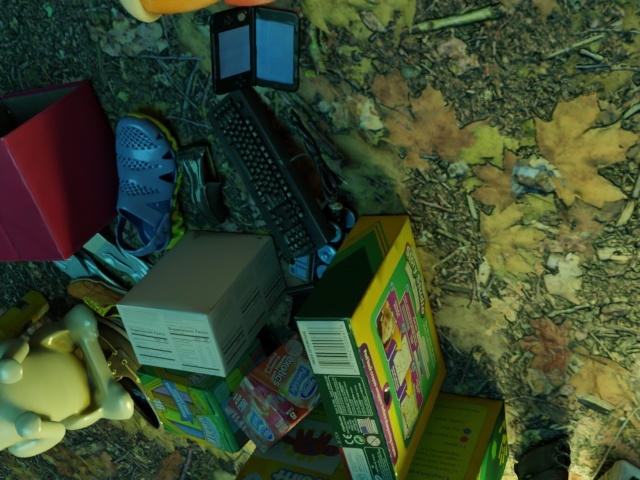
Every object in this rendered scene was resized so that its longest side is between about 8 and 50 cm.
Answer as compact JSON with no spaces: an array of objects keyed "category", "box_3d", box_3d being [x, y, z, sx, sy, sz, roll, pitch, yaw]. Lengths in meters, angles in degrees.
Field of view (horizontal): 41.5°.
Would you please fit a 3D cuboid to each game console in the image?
[{"category":"game console","box_3d":[-0.108,-0.305,1.389,0.085,0.124,0.144,36,138,38]}]

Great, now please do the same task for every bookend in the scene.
[{"category":"bookend","box_3d":[-0.005,0.186,1.596,0.072,0.157,0.156,-14,145,34]}]

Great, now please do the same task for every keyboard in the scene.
[{"category":"keyboard","box_3d":[-0.069,-0.129,1.473,0.202,0.033,0.317,-31,90,40]}]

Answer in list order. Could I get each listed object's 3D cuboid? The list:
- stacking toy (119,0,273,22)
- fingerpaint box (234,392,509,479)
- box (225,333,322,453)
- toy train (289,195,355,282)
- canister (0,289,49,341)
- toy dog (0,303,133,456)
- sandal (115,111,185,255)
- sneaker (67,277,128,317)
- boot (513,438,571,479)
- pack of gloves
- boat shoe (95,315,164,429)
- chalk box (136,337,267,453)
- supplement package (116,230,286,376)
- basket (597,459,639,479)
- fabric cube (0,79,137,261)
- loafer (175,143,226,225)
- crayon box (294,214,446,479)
[{"category":"stacking toy","box_3d":[-0.030,-0.451,1.151,0.480,0.350,0.350,8,128,1]},{"category":"fingerpaint box","box_3d":[0.100,0.459,1.629,0.445,0.371,0.163,3,123,26]},{"category":"box","box_3d":[-0.076,0.288,1.557,0.122,0.128,0.257,48,153,9]},{"category":"toy train","box_3d":[0.000,0.000,1.552,0.105,0.080,0.184,22,130,21]},{"category":"canister","box_3d":[-0.743,0.204,2.030,0.073,0.170,0.126,48,130,-10]},{"category":"toy dog","box_3d":[-0.699,0.343,1.864,0.396,0.408,0.284,-9,101,45]},{"category":"sandal","box_3d":[-0.340,-0.092,1.629,0.126,0.138,0.317,12,125,23]},{"category":"sneaker","box_3d":[-0.488,0.132,1.881,0.175,0.067,0.064,16,137,10]},{"category":"boot","box_3d":[0.436,0.470,1.551,0.091,0.229,0.263,30,143,-19]},{"category":"pack of gloves","box_3d":[-0.483,0.042,1.873,0.232,0.046,0.195,38,133,-15]},{"category":"boat shoe","box_3d":[-0.465,0.314,2.009,0.324,0.096,0.117,47,132,-8]},{"category":"chalk box","box_3d":[-0.208,0.312,1.780,0.289,0.180,0.179,5,126,39]},{"category":"supplement package","box_3d":[-0.221,0.112,1.623,0.204,0.262,0.145,4,124,26]},{"category":"basket","box_3d":[0.559,0.513,1.562,0.113,0.167,0.103,31,138,5]},{"category":"fabric cube","box_3d":[-0.562,-0.131,1.642,0.259,0.254,0.258,-2,123,29]},{"category":"loafer","box_3d":[-0.214,-0.104,1.604,0.061,0.062,0.170,-9,119,27]},{"category":"crayon box","box_3d":[0.102,0.186,1.469,0.106,0.313,0.362,-2,121,26]}]
